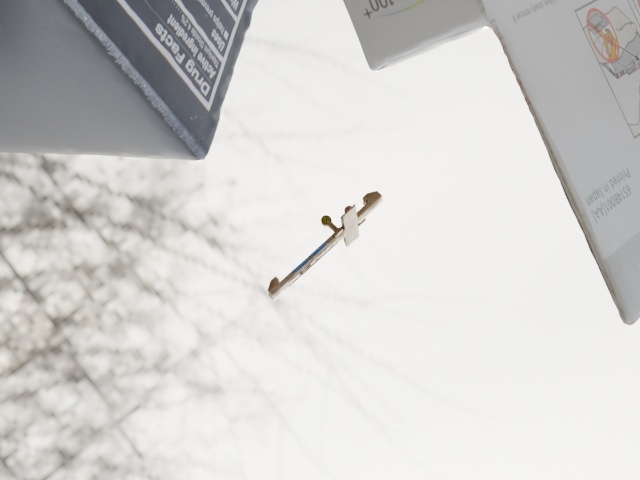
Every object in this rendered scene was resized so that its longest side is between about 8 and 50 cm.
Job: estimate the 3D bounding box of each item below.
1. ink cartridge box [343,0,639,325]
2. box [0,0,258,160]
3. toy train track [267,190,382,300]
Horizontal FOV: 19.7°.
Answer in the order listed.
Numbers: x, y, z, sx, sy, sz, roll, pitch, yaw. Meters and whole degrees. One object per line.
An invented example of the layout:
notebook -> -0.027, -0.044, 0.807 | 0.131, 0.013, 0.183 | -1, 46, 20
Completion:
ink cartridge box -> 0.114, -0.123, 0.807 | 0.066, 0.261, 0.296 | -19, -173, 36
box -> -0.149, -0.238, 0.905 | 0.182, 0.296, 0.294 | 2, -119, 30
toy train track -> 0.000, 0.000, 1.016 | 0.083, 0.014, 0.048 | -43, 162, -13
